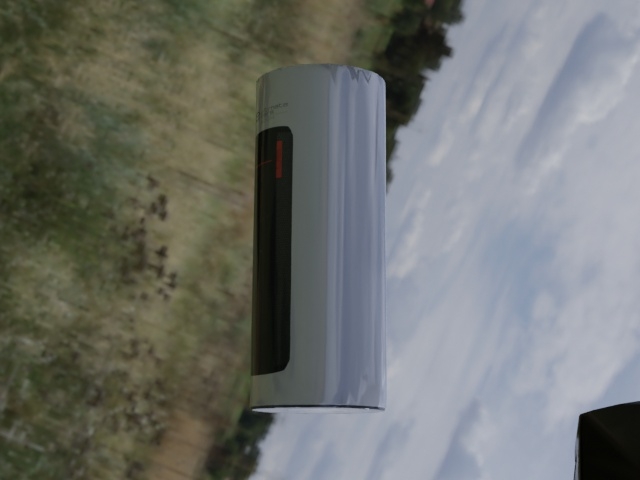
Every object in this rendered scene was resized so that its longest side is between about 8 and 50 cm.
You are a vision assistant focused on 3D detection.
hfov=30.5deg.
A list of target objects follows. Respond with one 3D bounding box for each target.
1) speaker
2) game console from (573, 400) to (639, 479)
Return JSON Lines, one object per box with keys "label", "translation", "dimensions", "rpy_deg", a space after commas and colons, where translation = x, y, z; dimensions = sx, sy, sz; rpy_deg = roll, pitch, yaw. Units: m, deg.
{"label": "speaker", "translation": [0.000, 0.000, 0.469], "dimensions": [0.055, 0.055, 0.136], "rpy_deg": [119, -27, -78]}
{"label": "game console", "translation": [0.186, 0.175, 0.353], "dimensions": [0.361, 0.213, 0.044], "rpy_deg": [-71, 164, -59]}
